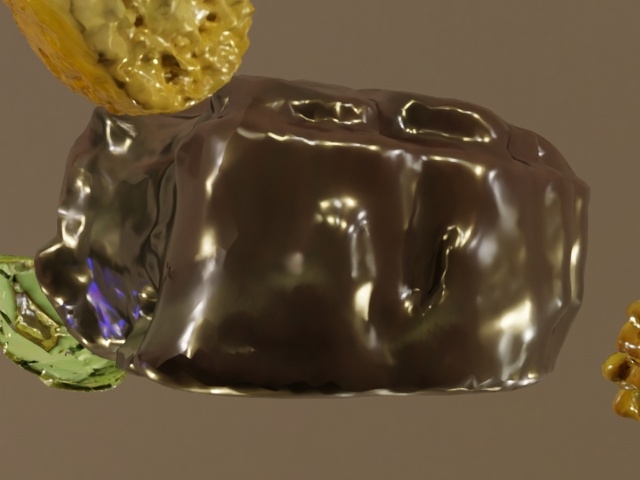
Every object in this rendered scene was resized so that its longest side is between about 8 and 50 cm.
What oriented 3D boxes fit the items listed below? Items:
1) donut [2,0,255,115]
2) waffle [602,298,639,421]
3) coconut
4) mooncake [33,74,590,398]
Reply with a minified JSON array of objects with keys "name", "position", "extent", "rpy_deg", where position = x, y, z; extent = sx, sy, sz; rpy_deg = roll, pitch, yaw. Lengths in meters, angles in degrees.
[{"name":"donut","position":[-0.051,-0.145,0.669],"extent":[0.152,0.259,0.101],"rpy_deg":[10,-49,47]},{"name":"waffle","position":[0.281,0.060,0.704],"extent":[0.293,0.069,0.260],"rpy_deg":[16,-20,0]},{"name":"coconut","position":[-0.231,0.074,1.418],"extent":[0.158,0.133,0.055],"rpy_deg":[49,-49,8]},{"name":"mooncake","position":[0.000,0.000,1.092],"extent":[0.351,0.212,0.381],"rpy_deg":[9,-3,-36]}]
